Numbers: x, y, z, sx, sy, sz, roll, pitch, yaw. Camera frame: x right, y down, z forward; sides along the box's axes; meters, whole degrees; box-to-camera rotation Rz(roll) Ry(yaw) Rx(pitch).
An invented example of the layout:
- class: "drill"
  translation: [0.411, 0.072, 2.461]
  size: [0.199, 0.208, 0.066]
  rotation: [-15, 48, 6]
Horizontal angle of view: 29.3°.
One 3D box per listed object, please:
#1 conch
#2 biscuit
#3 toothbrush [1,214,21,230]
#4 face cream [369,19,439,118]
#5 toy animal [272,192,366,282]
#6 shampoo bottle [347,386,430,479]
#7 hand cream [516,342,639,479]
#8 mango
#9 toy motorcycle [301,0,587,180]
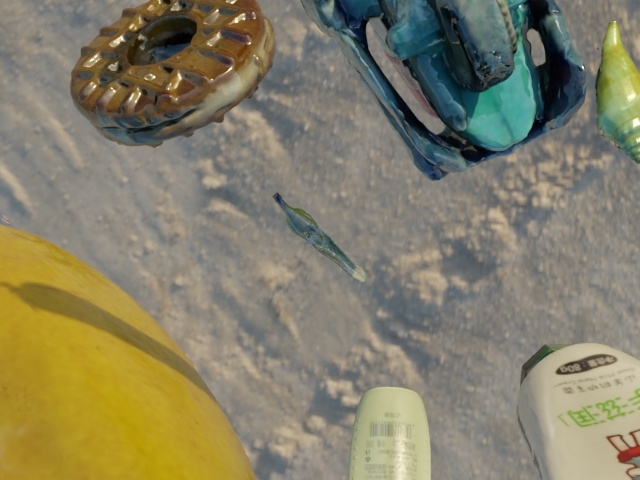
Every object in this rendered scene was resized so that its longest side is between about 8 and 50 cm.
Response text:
- class: "conch"
  translation: [0.417, -0.199, 1.714]
  size: [0.079, 0.201, 0.095]
  rotation: [3, 150, -10]
- class: "biscuit"
  translation: [-0.224, -0.270, 1.852]
  size: [0.332, 0.332, 0.103]
  rotation: [-10, 134, 18]
- class: "toothbrush"
  translation: [-0.506, -0.014, 2.082]
  size: [0.097, 0.006, 0.008]
  rotation: [35, 125, 15]
- class: "face cream"
  translation: [0.171, -0.290, 1.681]
  size: [0.175, 0.175, 0.195]
  rotation: [-20, 131, 23]
- class: "toy animal"
  translation: [0.001, 0.001, 2.030]
  size: [0.217, 0.075, 0.041]
  rotation: [42, 92, -9]
- class: "shampoo bottle"
  translation: [0.056, 0.229, 1.035]
  size: [0.072, 0.212, 0.049]
  rotation: [8, 151, -3]
- class: "hand cream"
  translation: [0.172, 0.123, 0.604]
  size: [0.121, 0.336, 0.076]
  rotation: [-10, 104, -6]
- class: "mango"
  translation: [-0.175, 0.133, 0.761]
  size: [0.220, 0.445, 0.301]
  rotation: [-52, 129, -6]
- class: "toy motorcycle"
  translation: [0.066, -0.162, 0.776]
  size: [0.154, 0.260, 0.206]
  rotation: [-25, 147, 2]
